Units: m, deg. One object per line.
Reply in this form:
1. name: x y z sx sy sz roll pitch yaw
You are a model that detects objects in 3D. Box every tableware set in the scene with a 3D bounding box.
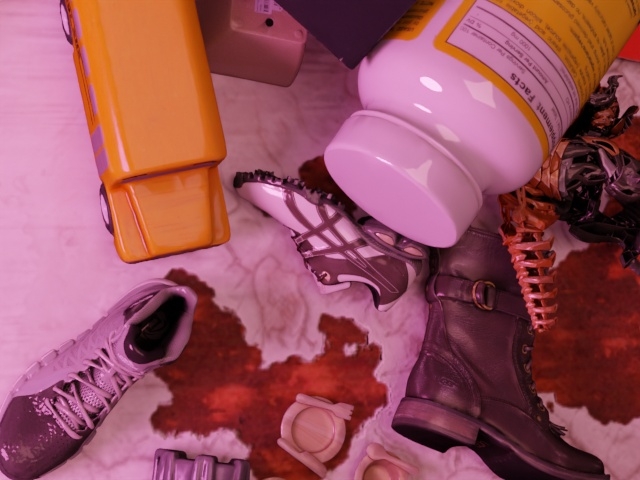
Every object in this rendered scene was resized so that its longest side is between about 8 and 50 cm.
1. tableware set: 0.004 0.237 1.340 0.141 0.020 0.168 34 74 -13

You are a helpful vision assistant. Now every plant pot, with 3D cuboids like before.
1. plant pot: -0.058 -0.213 1.326 0.109 0.096 0.109 9 81 -18

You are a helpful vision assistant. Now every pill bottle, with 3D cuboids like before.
1. pill bottle: 0.154 -0.165 1.283 0.188 0.188 0.334 40 74 -11

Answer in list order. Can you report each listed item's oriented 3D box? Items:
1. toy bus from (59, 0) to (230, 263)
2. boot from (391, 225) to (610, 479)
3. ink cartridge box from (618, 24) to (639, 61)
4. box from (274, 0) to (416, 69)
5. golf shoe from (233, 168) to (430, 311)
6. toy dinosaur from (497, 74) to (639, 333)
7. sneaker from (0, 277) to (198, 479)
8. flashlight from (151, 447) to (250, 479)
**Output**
1. toy bus: -0.159 -0.152 1.264 0.108 0.130 0.332 -12 88 -15
2. boot: 0.194 0.109 1.386 0.263 0.091 0.229 25 69 -22
3. ink cartridge box: 0.433 -0.371 1.514 0.308 0.091 0.385 9 80 -18
4. box: 0.016 -0.295 1.284 0.184 0.103 0.261 38 33 -10
5. golf shoe: 0.000 0.000 1.334 0.198 0.077 0.094 25 94 -2
6. toy dinosaur: 0.246 -0.062 1.397 0.218 0.164 0.322 18 84 -6
7. sneaker: -0.191 0.114 1.226 0.086 0.132 0.228 45 72 -9
8. flashlight: -0.112 0.341 1.246 0.103 0.103 0.304 10 82 -17
